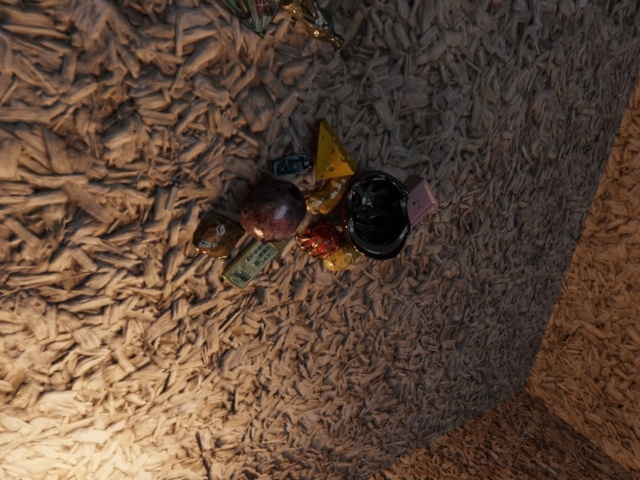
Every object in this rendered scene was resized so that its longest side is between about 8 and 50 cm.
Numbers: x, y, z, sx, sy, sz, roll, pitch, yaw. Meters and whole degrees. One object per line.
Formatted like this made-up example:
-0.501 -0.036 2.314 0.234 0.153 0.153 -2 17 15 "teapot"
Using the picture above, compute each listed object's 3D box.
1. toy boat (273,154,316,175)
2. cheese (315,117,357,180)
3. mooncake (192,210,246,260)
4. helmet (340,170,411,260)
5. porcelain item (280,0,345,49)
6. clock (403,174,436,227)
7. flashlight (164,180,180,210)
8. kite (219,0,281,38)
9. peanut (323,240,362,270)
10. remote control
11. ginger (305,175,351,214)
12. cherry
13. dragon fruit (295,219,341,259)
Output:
-0.078 -0.229 1.220 0.137 0.061 0.060 -15 121 -27 "toy boat"
0.030 -0.284 1.224 0.126 0.093 0.170 -8 111 16 "cheese"
-0.300 -0.007 1.190 0.125 0.073 0.129 33 96 -41 "mooncake"
0.163 -0.073 1.348 0.225 0.177 0.304 12 80 -18 "helmet"
-0.008 -0.587 1.078 0.216 0.069 0.081 27 95 -47 "porcelain item"
0.337 -0.136 1.536 0.197 0.063 0.150 -44 129 -6 "clock"
-0.405 -0.122 1.095 0.019 0.018 0.083 14 105 -35 "flashlight"
-0.170 -0.638 0.978 0.323 0.013 0.267 -26 127 -22 "kite"
0.115 0.032 1.457 0.230 0.103 0.098 -32 125 -12 "peanut"
-0.211 0.055 1.301 0.233 0.038 0.098 -46 129 -3 "remote control"
0.038 -0.155 1.325 0.205 0.081 0.115 -45 125 -9 "ginger"
-0.135 -0.089 1.168 0.195 0.195 0.194 -15 121 -26 "cherry"
-0.001 -0.002 1.364 0.141 0.130 0.121 -58 163 4 "dragon fruit"
